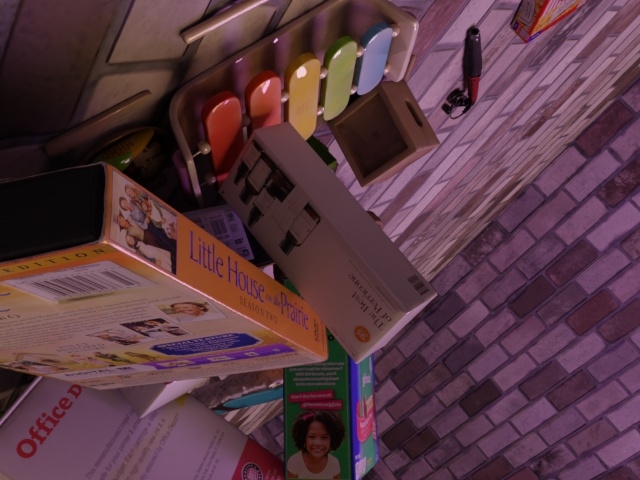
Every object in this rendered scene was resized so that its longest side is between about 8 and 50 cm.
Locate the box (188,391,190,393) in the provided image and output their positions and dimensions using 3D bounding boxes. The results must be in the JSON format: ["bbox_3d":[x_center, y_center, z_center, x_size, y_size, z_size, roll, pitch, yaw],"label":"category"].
[{"bbox_3d":[-0.314,0.243,1.257,0.103,0.114,0.203,-43,164,10],"label":"box"}]

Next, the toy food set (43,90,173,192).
[{"bbox_3d":[-0.207,-0.066,0.750,0.132,0.038,0.192,-35,165,-18],"label":"toy food set"}]

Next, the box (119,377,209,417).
[{"bbox_3d":[-0.240,0.141,1.024,0.130,0.170,0.091,-21,156,-53],"label":"box"}]

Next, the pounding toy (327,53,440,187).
[{"bbox_3d":[0.098,-0.175,1.036,0.130,0.141,0.100,-32,172,38],"label":"pounding toy"}]

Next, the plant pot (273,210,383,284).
[{"bbox_3d":[-0.007,0.006,1.311,0.237,0.110,0.237,-37,166,-11],"label":"plant pot"}]

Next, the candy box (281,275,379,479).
[{"bbox_3d":[0.021,0.226,1.198,0.122,0.317,0.268,-5,170,11],"label":"candy box"}]

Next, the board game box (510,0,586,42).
[{"bbox_3d":[0.399,-0.425,1.153,0.147,0.045,0.193,-36,165,-14],"label":"board game box"}]

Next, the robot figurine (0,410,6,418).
[{"bbox_3d":[-0.505,0.305,1.065,0.115,0.067,0.101,-44,175,18],"label":"robot figurine"}]

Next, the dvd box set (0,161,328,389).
[{"bbox_3d":[-0.204,0.067,0.661,0.307,0.062,0.420,-11,158,18],"label":"dvd box set"}]

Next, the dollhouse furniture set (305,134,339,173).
[{"bbox_3d":[-0.016,-0.096,1.089,0.076,0.058,0.152,-32,164,-24],"label":"dollhouse furniture set"}]

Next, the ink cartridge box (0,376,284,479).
[{"bbox_3d":[-0.268,0.343,1.002,0.160,0.384,0.279,-46,-171,30],"label":"ink cartridge box"}]

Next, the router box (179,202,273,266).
[{"bbox_3d":[-0.143,0.016,0.895,0.243,0.081,0.309,-20,179,35],"label":"router box"}]

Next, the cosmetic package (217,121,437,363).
[{"bbox_3d":[0.000,0.000,0.729,0.060,0.239,0.099,-25,159,-45],"label":"cosmetic package"}]

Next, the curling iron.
[{"bbox_3d":[0.256,-0.284,1.241,0.068,0.035,0.274,-38,166,-7],"label":"curling iron"}]

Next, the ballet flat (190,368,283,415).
[{"bbox_3d":[-0.213,0.311,1.527,0.409,0.147,0.147,-23,169,14],"label":"ballet flat"}]

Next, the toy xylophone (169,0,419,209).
[{"bbox_3d":[-0.039,-0.172,0.764,0.322,0.081,0.236,-37,165,-8],"label":"toy xylophone"}]
